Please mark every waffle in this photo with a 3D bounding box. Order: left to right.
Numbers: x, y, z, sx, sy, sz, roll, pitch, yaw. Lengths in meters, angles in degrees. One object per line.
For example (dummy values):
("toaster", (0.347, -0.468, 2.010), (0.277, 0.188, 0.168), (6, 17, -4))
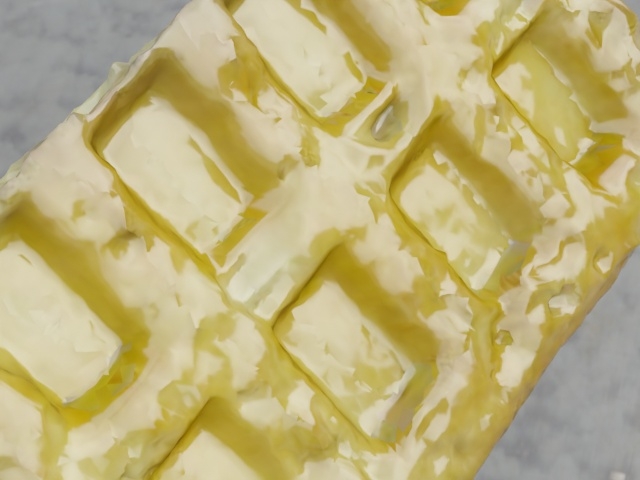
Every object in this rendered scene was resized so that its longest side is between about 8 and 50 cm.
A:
("waffle", (0.000, 0.000, 0.387), (0.274, 0.168, 0.057), (-50, 15, -24))
